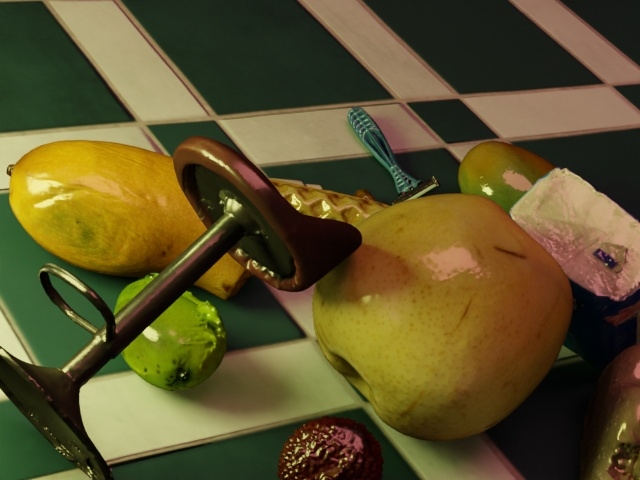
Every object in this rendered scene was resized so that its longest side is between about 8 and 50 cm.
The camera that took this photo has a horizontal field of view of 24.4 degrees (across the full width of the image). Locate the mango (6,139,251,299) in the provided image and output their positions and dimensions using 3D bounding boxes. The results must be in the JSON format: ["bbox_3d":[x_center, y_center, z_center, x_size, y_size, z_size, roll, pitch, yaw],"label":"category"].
[{"bbox_3d":[-0.231,-0.032,1.916,0.359,0.144,0.187,15,49,-18],"label":"mango"}]

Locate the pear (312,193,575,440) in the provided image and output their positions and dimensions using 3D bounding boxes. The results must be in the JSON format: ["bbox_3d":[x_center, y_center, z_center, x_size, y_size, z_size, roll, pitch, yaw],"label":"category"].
[{"bbox_3d":[0.147,0.085,1.779,0.309,0.309,0.309,13,34,-9],"label":"pear"}]

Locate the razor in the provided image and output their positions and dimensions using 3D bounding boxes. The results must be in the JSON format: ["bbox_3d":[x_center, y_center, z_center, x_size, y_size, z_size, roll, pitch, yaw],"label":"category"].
[{"bbox_3d":[0.102,-0.131,2.310,0.082,0.042,0.253,-33,45,0],"label":"razor"}]

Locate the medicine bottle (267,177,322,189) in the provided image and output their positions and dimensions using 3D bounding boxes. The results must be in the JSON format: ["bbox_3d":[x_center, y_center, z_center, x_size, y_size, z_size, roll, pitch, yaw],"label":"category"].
[{"bbox_3d":[-0.044,-0.061,2.125,0.089,0.052,0.052,4,36,-22],"label":"medicine bottle"}]

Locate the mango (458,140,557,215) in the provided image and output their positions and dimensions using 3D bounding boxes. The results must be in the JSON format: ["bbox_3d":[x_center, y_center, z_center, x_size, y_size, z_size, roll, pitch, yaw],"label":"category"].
[{"bbox_3d":[0.326,-0.062,2.254,0.251,0.114,0.156,27,27,13],"label":"mango"}]

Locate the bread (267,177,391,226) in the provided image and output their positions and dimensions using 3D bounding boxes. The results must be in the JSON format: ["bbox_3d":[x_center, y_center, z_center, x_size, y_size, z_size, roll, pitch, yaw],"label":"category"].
[{"bbox_3d":[-0.063,-0.044,2.033,0.367,0.077,0.084,12,13,1],"label":"bread"}]

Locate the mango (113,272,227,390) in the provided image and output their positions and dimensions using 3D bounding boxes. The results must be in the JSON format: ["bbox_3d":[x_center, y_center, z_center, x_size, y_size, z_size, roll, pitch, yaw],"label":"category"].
[{"bbox_3d":[-0.184,0.110,1.770,0.119,0.100,0.178,-14,41,-27],"label":"mango"}]

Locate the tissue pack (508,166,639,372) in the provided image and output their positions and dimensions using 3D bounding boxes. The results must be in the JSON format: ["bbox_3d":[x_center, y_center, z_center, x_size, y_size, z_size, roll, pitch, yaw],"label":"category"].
[{"bbox_3d":[0.353,0.052,1.965,0.209,0.270,0.137,40,75,23],"label":"tissue pack"}]

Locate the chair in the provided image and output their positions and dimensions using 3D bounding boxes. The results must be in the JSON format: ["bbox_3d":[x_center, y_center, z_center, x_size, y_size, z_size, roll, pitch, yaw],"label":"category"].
[{"bbox_3d":[-0.162,0.051,1.607,0.226,0.226,0.401,38,68,26],"label":"chair"}]

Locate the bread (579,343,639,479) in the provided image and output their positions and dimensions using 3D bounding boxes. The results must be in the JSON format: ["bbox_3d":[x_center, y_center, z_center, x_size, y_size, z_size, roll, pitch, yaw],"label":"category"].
[{"bbox_3d":[0.379,0.235,1.805,0.102,0.183,0.337,15,32,7],"label":"bread"}]

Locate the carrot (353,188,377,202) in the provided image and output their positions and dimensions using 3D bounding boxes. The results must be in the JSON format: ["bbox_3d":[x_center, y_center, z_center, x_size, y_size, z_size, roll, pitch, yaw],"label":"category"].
[{"bbox_3d":[0.084,-0.019,2.143,0.042,0.042,0.171,2,34,-24],"label":"carrot"}]

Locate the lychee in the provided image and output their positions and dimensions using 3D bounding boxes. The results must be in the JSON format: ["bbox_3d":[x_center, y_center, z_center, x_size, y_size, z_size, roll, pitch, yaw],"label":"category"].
[{"bbox_3d":[0.015,0.255,1.651,0.123,0.123,0.129,35,9,22],"label":"lychee"}]
